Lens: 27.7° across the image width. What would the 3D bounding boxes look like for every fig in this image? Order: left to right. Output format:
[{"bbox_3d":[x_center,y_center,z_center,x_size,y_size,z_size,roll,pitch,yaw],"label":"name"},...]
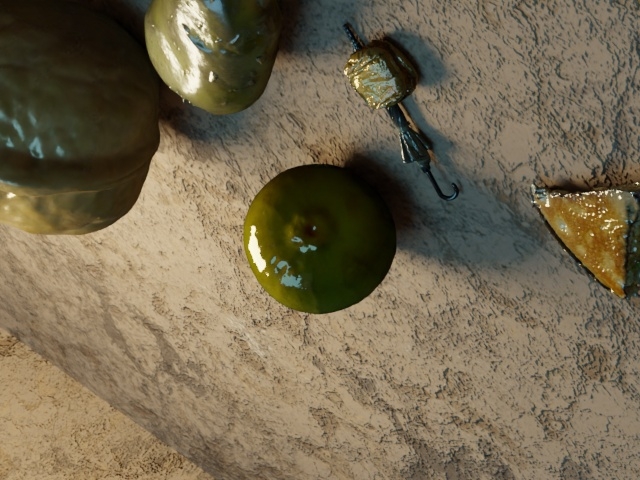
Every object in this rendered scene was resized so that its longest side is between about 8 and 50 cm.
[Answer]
[{"bbox_3d":[0.008,-0.004,1.771,0.207,0.207,0.230,29,-167,24],"label":"fig"}]

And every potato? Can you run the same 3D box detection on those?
[{"bbox_3d":[-0.126,-0.275,1.603,0.191,0.141,0.296,53,156,15],"label":"potato"}]

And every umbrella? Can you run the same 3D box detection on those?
[{"bbox_3d":[0.090,-0.150,1.611,0.044,0.044,0.269,-23,113,30],"label":"umbrella"}]

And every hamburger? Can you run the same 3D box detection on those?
[{"bbox_3d":[0.073,-0.198,1.546,0.076,0.044,0.083,-24,106,40],"label":"hamburger"}]

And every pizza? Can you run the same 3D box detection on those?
[{"bbox_3d":[0.328,-0.025,1.469,0.185,0.052,0.195,46,157,7],"label":"pizza"}]

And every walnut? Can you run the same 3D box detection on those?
[{"bbox_3d":[-0.415,-0.181,1.903,0.381,0.381,0.381,31,151,20],"label":"walnut"}]

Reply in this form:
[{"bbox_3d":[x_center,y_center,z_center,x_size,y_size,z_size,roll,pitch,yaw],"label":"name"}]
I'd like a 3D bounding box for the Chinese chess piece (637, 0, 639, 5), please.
[{"bbox_3d":[0.381,-0.225,1.066,0.251,0.097,0.251,31,152,19],"label":"Chinese chess piece"}]
